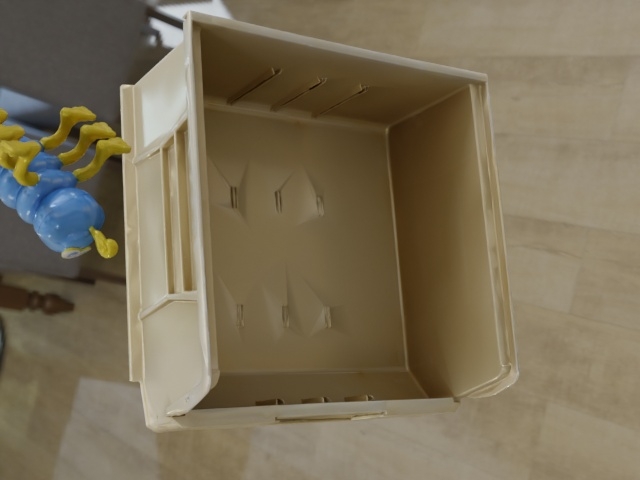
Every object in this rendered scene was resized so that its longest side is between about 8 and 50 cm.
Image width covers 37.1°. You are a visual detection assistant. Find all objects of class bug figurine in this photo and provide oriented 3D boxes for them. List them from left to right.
[{"bbox_3d":[-0.235,-0.050,0.453,0.216,0.279,0.072,43,116,22],"label":"bug figurine"}]

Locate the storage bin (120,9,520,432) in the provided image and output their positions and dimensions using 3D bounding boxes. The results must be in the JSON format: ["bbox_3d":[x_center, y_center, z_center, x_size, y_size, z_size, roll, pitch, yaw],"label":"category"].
[{"bbox_3d":[0.000,0.000,0.699,0.123,0.262,0.260,-21,70,52],"label":"storage bin"}]
